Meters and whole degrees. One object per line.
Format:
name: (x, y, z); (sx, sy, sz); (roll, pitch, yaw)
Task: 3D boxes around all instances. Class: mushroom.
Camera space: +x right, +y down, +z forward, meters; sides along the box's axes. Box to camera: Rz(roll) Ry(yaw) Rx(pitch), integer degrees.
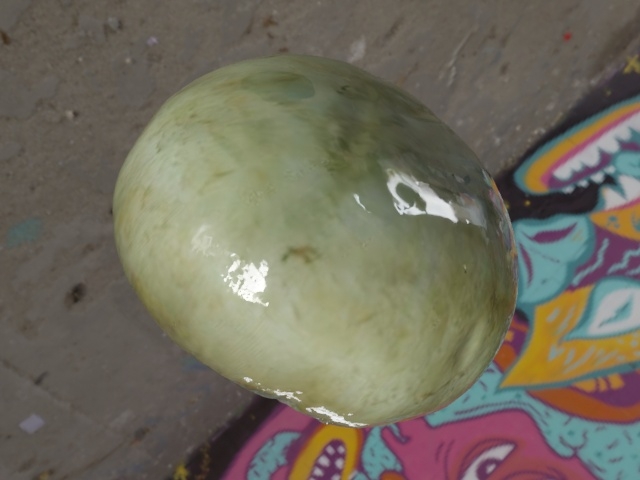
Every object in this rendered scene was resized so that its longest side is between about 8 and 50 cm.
mushroom: (0.000, 0.000, 0.709); (0.352, 0.352, 0.260); (-11, 148, -52)
